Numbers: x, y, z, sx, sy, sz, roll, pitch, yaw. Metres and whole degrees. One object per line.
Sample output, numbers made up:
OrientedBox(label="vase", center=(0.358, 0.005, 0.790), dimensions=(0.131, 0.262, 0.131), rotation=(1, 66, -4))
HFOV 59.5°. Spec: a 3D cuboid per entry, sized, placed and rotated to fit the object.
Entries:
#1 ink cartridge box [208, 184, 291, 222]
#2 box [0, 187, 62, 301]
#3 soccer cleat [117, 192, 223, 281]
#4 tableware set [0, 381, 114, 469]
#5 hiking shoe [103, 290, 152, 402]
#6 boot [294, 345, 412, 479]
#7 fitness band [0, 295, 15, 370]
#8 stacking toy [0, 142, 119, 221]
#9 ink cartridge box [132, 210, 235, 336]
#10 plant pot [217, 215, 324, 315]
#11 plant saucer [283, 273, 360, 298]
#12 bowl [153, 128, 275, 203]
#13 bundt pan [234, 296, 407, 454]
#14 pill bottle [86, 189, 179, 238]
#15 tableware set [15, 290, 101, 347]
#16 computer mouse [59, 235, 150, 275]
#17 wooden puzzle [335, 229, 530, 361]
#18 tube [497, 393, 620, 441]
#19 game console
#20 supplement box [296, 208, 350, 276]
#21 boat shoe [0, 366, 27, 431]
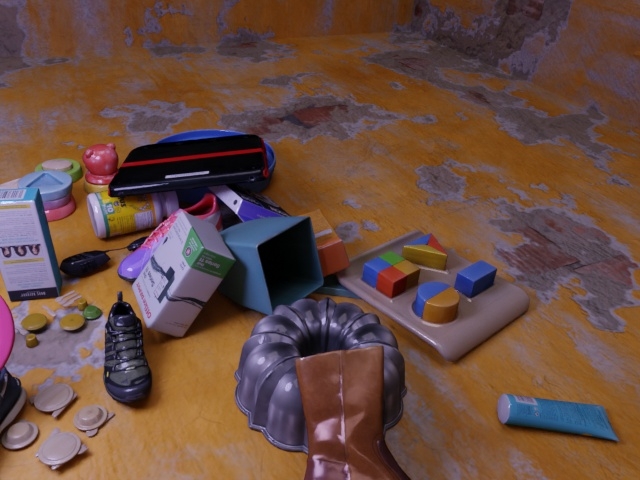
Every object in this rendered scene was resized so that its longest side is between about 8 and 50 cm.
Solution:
OrientedBox(label="ink cartridge box", center=(-0.160, -0.079, 1.452), dimensions=(0.206, 0.045, 0.208), rotation=(20, 16, -47))
OrientedBox(label="box", center=(-0.617, 0.012, 1.167), dimensions=(0.101, 0.244, 0.060), rotation=(-4, 34, -13))
OrientedBox(label="soccer cleat", center=(-0.359, -0.010, 1.346), dimensions=(0.109, 0.116, 0.318), rotation=(23, 38, 26))
OrientedBox(label="tableware set", center=(-0.446, 0.310, 0.946), dimensions=(0.169, 0.020, 0.141), rotation=(16, 33, 19))
OrientedBox(label="hiking shoe", center=(-0.368, 0.197, 1.038), dimensions=(0.086, 0.114, 0.227), rotation=(-12, 37, -22))
OrientedBox(label="boot", center=(0.098, 0.304, 0.859), dimensions=(0.265, 0.096, 0.280), rotation=(-5, 63, 5))
OrientedBox(label="fitness band", center=(-0.630, 0.143, 0.852), dimensions=(0.291, 0.208, 0.054), rotation=(8, -12, -26))
OrientedBox(label="stacking toy", center=(-0.739, -0.194, 1.565), dimensions=(0.280, 0.130, 0.309), rotation=(20, 36, 22))
OrientedBox(label="ink cartridge box", center=(-0.285, 0.069, 1.147), dimensions=(0.087, 0.208, 0.153), rotation=(25, 15, -41))
OrientedBox(label="plant pot", center=(-0.146, 0.042, 1.238), dimensions=(0.235, 0.165, 0.166), rotation=(8, 28, 40))
OrientedBox(label="plant saucer", center=(0.006, 0.099, 1.317), dimensions=(0.192, 0.018, 0.067), rotation=(6, 33, 4))
OrientedBox(label="bowl", center=(-0.332, -0.230, 1.716), dimensions=(0.392, 0.077, 0.391), rotation=(3, 34, -2))
OrientedBox(label="bundt pan", center=(0.003, 0.224, 1.036), dimensions=(0.331, 0.124, 0.330), rotation=(3, 34, -2))
OrientedBox(label="pill bottle", center=(-0.478, -0.083, 1.441), dimensions=(0.209, 0.117, 0.117), rotation=(-15, 38, -27))
OrientedBox(label="tableware set", center=(-0.538, 0.165, 1.151), dimensions=(0.104, 0.024, 0.154), rotation=(26, 38, 24))
OrientedBox(label="computer mouse", center=(-0.499, 0.037, 1.339), dimensions=(0.242, 0.041, 0.071), rotation=(-21, 21, -40))
OrientedBox(label="wooden puzzle", center=(0.262, 0.091, 1.286), dimensions=(0.322, 0.080, 0.348), rotation=(-21, 43, -37))
OrientedBox(label="tube", center=(0.431, 0.318, 1.018), dimensions=(0.207, 0.052, 0.080), rotation=(8, 38, -3))
OrientedBox(label="game console", center=(-0.333, -0.196, 1.476), dimensions=(0.387, 0.060, 0.342), rotation=(-7, 28, -4))
OrientedBox(label="supplement box", center=(0.000, 0.000, 1.355), dimensions=(0.080, 0.078, 0.233), rotation=(-22, 25, -6))
OrientedBox(label="boat shoe", center=(-0.550, 0.302, 0.873), dimensions=(0.095, 0.079, 0.254), rotation=(-8, 31, 13))
